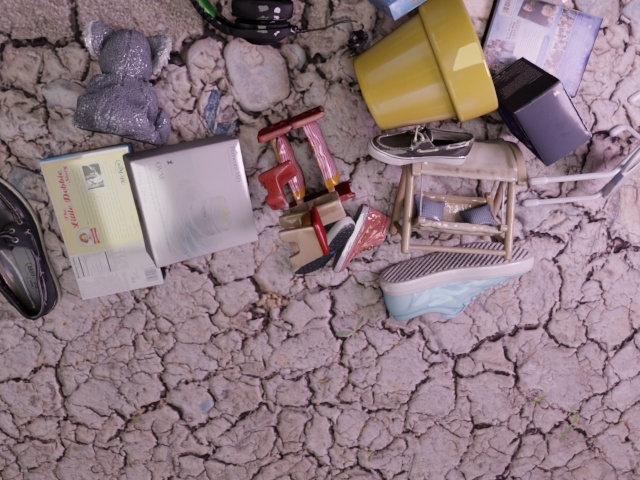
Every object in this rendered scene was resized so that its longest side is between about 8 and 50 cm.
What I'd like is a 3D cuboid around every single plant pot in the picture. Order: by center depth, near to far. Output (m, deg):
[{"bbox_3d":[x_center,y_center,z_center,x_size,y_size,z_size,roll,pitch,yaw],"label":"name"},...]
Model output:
[{"bbox_3d":[0.206,-0.343,1.233,0.239,0.254,0.254,-20,110,15],"label":"plant pot"}]

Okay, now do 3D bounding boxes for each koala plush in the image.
[{"bbox_3d":[-0.387,-0.316,1.198,0.196,0.203,0.221,11,94,-11],"label":"koala plush"}]

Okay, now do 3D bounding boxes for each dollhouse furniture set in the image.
[{"bbox_3d":[-0.023,-0.124,1.198,0.152,0.374,0.201,-21,111,5],"label":"dollhouse furniture set"}]

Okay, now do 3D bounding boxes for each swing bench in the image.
[{"bbox_3d":[0.304,-0.106,1.351,0.253,0.165,0.255,3,108,-6],"label":"swing bench"}]

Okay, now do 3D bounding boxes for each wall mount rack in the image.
[{"bbox_3d":[0.609,-0.165,1.333,0.304,0.350,0.130,-43,71,4],"label":"wall mount rack"}]

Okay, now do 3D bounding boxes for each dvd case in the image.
[{"bbox_3d":[0.483,-0.435,1.343,0.253,0.022,0.180,11,107,-11],"label":"dvd case"}]

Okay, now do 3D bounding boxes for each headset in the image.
[{"bbox_3d":[-0.078,-0.497,1.203,0.394,0.185,0.243,32,117,-5],"label":"headset"}]

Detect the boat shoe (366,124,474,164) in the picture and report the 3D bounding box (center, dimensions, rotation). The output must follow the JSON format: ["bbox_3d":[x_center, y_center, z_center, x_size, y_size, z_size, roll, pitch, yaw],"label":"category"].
[{"bbox_3d":[0.205,-0.203,1.235,0.219,0.078,0.070,0,144,-10],"label":"boat shoe"}]

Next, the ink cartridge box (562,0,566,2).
[{"bbox_3d":[0.545,-0.558,1.307,0.083,0.028,0.048,-35,108,4],"label":"ink cartridge box"}]

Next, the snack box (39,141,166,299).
[{"bbox_3d":[-0.472,-0.040,1.330,0.187,0.060,0.322,-11,109,-5],"label":"snack box"}]

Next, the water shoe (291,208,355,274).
[{"bbox_3d":[0.000,0.000,1.405,0.203,0.080,0.073,-43,147,27],"label":"water shoe"}]

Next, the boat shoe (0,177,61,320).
[{"bbox_3d":[-0.672,0.023,1.298,0.127,0.113,0.340,-13,109,-2],"label":"boat shoe"}]

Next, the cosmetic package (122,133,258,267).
[{"bbox_3d":[-0.271,-0.089,1.272,0.224,0.138,0.224,-17,110,-21],"label":"cosmetic package"}]

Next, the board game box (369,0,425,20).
[{"bbox_3d":[0.203,-0.532,1.205,0.211,0.160,0.039,-30,129,3],"label":"board game box"}]

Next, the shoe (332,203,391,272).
[{"bbox_3d":[0.097,0.008,1.414,0.081,0.063,0.178,24,100,-11],"label":"shoe"}]

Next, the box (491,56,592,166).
[{"bbox_3d":[0.453,-0.277,1.278,0.108,0.207,0.153,-35,116,14],"label":"box"}]

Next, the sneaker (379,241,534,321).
[{"bbox_3d":[0.329,0.107,1.451,0.366,0.135,0.150,-11,116,6],"label":"sneaker"}]
